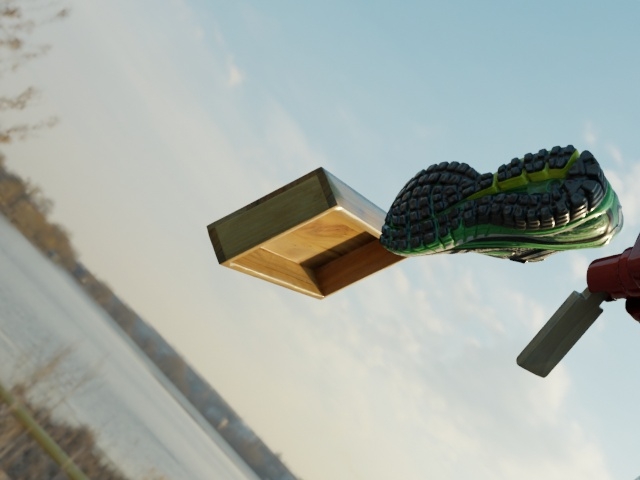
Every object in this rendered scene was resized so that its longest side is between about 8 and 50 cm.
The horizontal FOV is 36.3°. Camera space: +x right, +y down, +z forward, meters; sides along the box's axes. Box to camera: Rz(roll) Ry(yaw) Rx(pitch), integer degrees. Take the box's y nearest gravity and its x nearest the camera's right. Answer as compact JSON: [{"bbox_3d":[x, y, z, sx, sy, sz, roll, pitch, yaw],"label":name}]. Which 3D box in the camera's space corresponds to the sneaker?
[{"bbox_3d":[0.223,-0.017,1.267,0.343,0.134,0.146,-4,-35,42],"label":"sneaker"}]

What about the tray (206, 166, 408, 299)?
[{"bbox_3d":[0.000,0.000,1.613,0.411,0.203,0.076,26,40,-66],"label":"tray"}]

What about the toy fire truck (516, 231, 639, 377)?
[{"bbox_3d":[0.357,0.096,1.039,0.217,0.158,0.246,46,-32,-18],"label":"toy fire truck"}]

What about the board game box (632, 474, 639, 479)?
[{"bbox_3d":[0.484,0.260,1.156,0.064,0.316,0.242,50,12,13],"label":"board game box"}]
